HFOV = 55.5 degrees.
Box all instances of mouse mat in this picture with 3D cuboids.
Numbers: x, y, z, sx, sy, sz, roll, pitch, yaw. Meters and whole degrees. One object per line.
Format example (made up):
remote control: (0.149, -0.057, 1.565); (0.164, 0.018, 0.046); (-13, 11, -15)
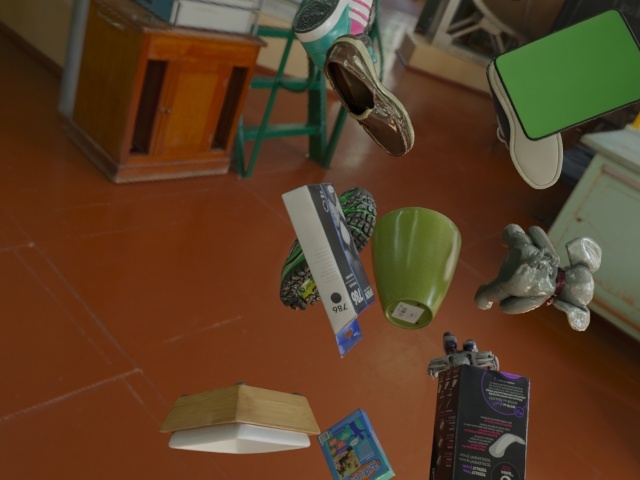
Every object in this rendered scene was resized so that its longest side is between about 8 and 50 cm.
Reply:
mouse mat: (0.363, -0.239, 0.875); (0.007, 0.190, 0.152); (35, 36, -68)

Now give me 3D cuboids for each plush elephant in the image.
plush elephant: (0.638, 0.107, 1.698); (0.256, 0.271, 0.330); (25, -8, -7)

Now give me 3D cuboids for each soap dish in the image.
soap dish: (-0.180, 0.399, 1.346); (0.229, 0.291, 0.118); (22, 58, -39)

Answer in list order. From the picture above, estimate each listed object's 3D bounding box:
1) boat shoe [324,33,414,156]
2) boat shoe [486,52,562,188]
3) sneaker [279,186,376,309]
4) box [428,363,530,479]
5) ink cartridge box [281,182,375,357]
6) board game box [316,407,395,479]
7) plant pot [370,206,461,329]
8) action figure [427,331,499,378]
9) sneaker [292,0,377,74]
boat shoe: (0.083, -0.247, 1.130); (0.257, 0.095, 0.095); (51, 45, -24)
boat shoe: (0.368, -0.218, 1.115); (0.254, 0.095, 0.079); (61, 15, -9)
sneaker: (0.000, 0.000, 1.459); (0.134, 0.343, 0.146); (26, 27, -28)
box: (0.348, 0.426, 1.338); (0.166, 0.143, 0.270); (14, 68, -6)
ink cartridge box: (0.032, 0.049, 1.206); (0.332, 0.065, 0.165); (70, 19, -1)
board game box: (0.097, 0.612, 1.734); (0.047, 0.160, 0.210); (47, 11, -44)
plant pot: (0.265, 0.102, 1.766); (0.275, 0.274, 0.293); (19, 47, -5)
action figure: (0.386, 0.324, 1.653); (0.186, 0.099, 0.285); (0, 3, 13)
sneaker: (0.067, -0.440, 1.248); (0.124, 0.178, 0.295); (12, 56, 36)
